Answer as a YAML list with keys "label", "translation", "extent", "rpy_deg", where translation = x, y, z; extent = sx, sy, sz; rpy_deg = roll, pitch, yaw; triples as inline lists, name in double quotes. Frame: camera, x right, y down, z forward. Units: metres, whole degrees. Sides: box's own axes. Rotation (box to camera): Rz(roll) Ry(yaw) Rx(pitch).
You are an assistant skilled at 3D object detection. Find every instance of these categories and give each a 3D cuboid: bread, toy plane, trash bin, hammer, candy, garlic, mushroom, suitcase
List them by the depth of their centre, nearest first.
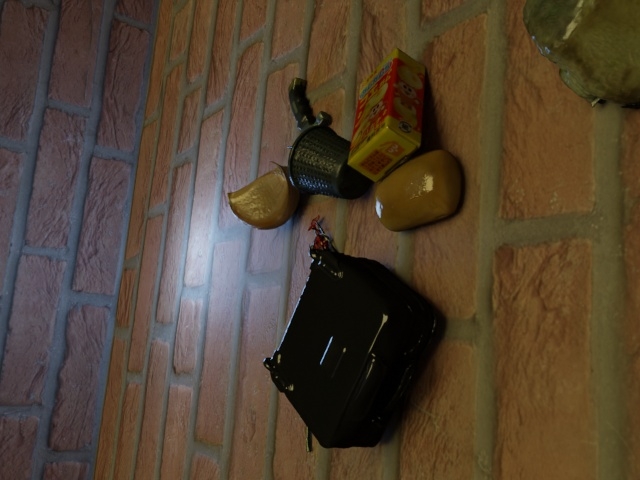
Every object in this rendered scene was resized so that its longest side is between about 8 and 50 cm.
- label: "mushroom"
  translation: [0.430, -0.340, 1.031]
  extent: [0.189, 0.164, 0.266]
  rpy_deg: [-43, 47, 42]
- label: "bread"
  translation: [0.190, -0.103, 1.372]
  extent: [0.217, 0.098, 0.147]
  rpy_deg: [-25, 57, 49]
- label: "suitcase"
  translation: [0.060, 0.223, 1.378]
  extent: [0.339, 0.188, 0.345]
  rpy_deg: [44, 114, 53]
- label: "candy"
  translation: [0.144, -0.272, 1.428]
  extent: [0.146, 0.088, 0.276]
  rpy_deg: [-40, 29, 45]
- label: "trash bin"
  translation: [0.037, -0.171, 1.574]
  extent: [0.161, 0.175, 0.175]
  rpy_deg: [28, 103, 43]
- label: "toy plane"
  translation: [0.000, 0.000, 1.671]
  extent: [0.060, 0.037, 0.145]
  rpy_deg: [-49, 44, 30]
- label: "garlic"
  translation: [-0.138, -0.121, 1.801]
  extent: [0.245, 0.164, 0.145]
  rpy_deg: [-33, 37, 40]
- label: "hammer"
  translation: [-0.049, -0.355, 1.850]
  extent: [0.159, 0.041, 0.226]
  rpy_deg: [-46, 46, 36]

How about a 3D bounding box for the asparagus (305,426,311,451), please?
- label: "asparagus"
  translation: [-0.028, 0.448, 1.594]
  extent: [0.015, 0.014, 0.114]
  rpy_deg: [-7, 72, 20]
